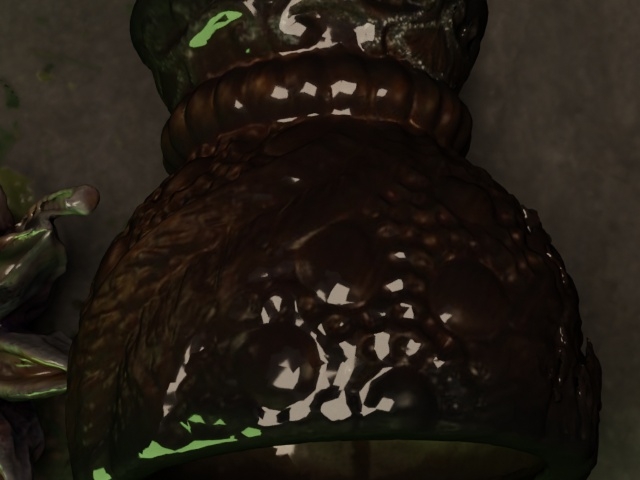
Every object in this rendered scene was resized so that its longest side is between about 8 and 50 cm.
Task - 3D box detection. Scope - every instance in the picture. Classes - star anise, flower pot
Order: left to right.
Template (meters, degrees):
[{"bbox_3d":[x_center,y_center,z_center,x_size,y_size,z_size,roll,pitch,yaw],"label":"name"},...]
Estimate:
[{"bbox_3d":[-0.198,0.047,1.067,0.262,0.081,0.230,-41,60,24],"label":"star anise"},{"bbox_3d":[0.000,0.000,0.977,0.267,0.266,0.267,-8,70,8],"label":"flower pot"}]
